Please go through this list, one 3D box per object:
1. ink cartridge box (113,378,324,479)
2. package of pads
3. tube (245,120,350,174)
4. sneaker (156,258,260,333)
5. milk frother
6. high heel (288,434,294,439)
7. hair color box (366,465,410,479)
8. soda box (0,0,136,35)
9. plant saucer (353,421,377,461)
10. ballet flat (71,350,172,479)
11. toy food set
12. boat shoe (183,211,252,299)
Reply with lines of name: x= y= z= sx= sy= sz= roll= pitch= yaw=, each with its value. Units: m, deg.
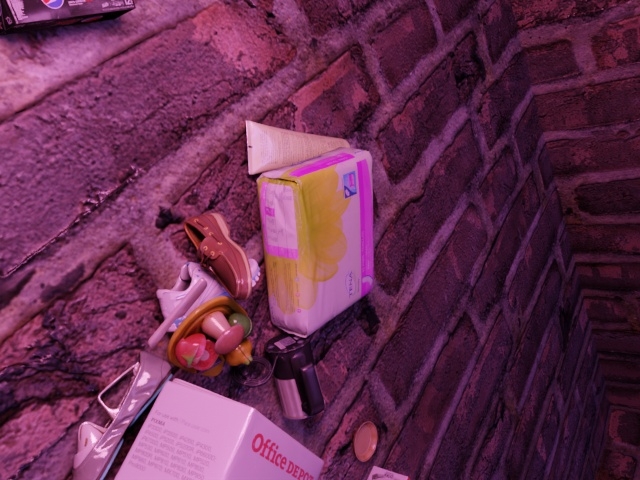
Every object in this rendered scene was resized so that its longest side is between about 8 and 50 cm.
ink cartridge box: x=-0.168 y=0.423 z=0.725 sx=0.385 sy=0.160 sz=0.279 roll=-67 pitch=148 yaw=-27
package of pads: x=0.000 y=0.000 z=0.984 sx=0.229 sy=0.101 sz=0.297 roll=-27 pitch=121 yaw=-46
tube: x=-0.043 y=-0.169 z=1.015 sx=0.240 sy=0.062 sz=0.070 roll=-7 pitch=53 yaw=-46
sneaker: x=-0.171 y=0.062 z=0.846 sx=0.190 sy=0.071 sz=0.083 roll=-35 pitch=109 yaw=-44
milk frother: x=-0.071 y=0.251 z=0.950 sx=0.143 sy=0.129 sz=0.135 roll=-14 pitch=103 yaw=-5
high heel: x=-0.110 y=0.457 z=0.906 sx=0.261 sy=0.093 sz=0.186 roll=-36 pitch=104 yaw=-41
hair color box: x=0.125 y=0.578 z=1.157 sx=0.167 sy=0.093 sz=0.053 roll=-55 pitch=129 yaw=-34
soda box: x=-0.323 y=-0.301 z=0.681 sx=0.169 sy=0.060 sz=0.053 roll=-35 pitch=116 yaw=-45
plant saucer: x=0.094 y=0.436 z=1.184 sx=0.083 sy=0.015 sz=0.083 roll=3 pitch=86 yaw=-49
ballet flat: x=-0.281 y=0.244 z=0.724 sx=0.068 sy=0.072 sz=0.213 roll=37 pitch=57 yaw=-11
toy food set: x=-0.151 y=0.153 z=0.797 sx=0.128 sy=0.071 sz=0.218 roll=-48 pitch=155 yaw=-10
boat shoe: x=-0.155 y=0.025 z=0.810 sx=0.060 sy=0.178 sz=0.064 roll=-5 pitch=132 yaw=-33
